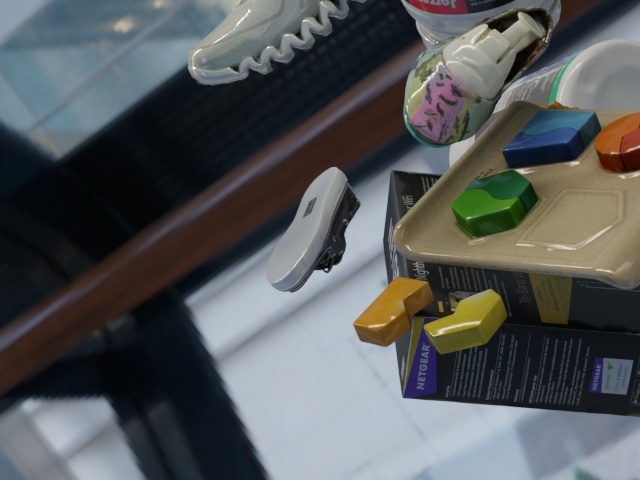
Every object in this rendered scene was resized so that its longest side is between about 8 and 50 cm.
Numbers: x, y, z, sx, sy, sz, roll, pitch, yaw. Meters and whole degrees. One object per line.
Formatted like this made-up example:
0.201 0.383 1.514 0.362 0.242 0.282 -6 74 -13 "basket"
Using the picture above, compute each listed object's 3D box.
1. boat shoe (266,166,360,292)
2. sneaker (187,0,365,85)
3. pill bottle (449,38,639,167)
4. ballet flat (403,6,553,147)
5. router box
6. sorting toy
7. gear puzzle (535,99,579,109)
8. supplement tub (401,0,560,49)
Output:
0.000 0.000 2.092 0.080 0.076 0.228 -30 23 31 "boat shoe"
-0.010 -0.246 1.471 0.292 0.118 0.110 -38 18 -9 "sneaker"
0.332 -0.138 2.286 0.204 0.204 0.361 -39 7 -22 "pill bottle"
0.135 -0.148 1.353 0.079 0.077 0.221 -42 0 36 "ballet flat"
0.185 0.039 1.457 0.243 0.081 0.309 5 25 -3 "router box"
0.169 -0.021 1.305 0.229 0.041 0.307 10 44 42 "sorting toy"
0.351 -0.037 1.756 0.044 0.339 0.175 -57 12 -26 "gear puzzle"
0.166 -0.356 1.870 0.191 0.272 0.191 -12 39 10 "supplement tub"
